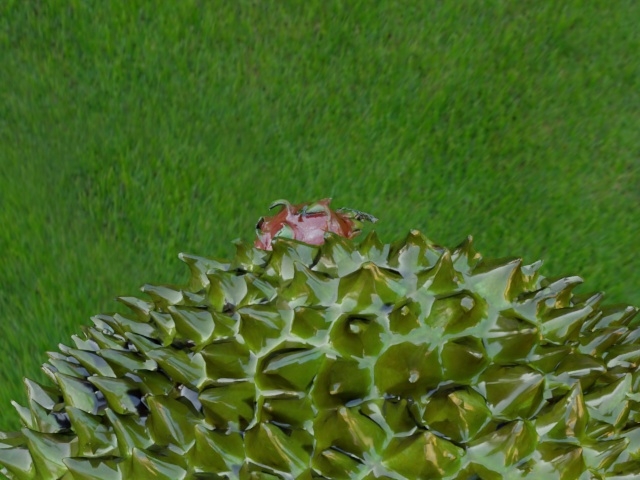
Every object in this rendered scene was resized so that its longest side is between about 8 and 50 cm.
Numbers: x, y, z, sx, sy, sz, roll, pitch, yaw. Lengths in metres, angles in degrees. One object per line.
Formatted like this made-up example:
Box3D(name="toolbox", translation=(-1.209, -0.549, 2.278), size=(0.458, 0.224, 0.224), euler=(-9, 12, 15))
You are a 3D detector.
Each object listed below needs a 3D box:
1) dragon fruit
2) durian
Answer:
Box3D(name="dragon fruit", translation=(0.002, 0.002, 1.823), size=(0.236, 0.135, 0.137), euler=(-5, 63, -38))
Box3D(name="durian", translation=(-0.007, 0.091, 0.552), size=(0.356, 0.169, 0.157), euler=(-6, 70, 19))
